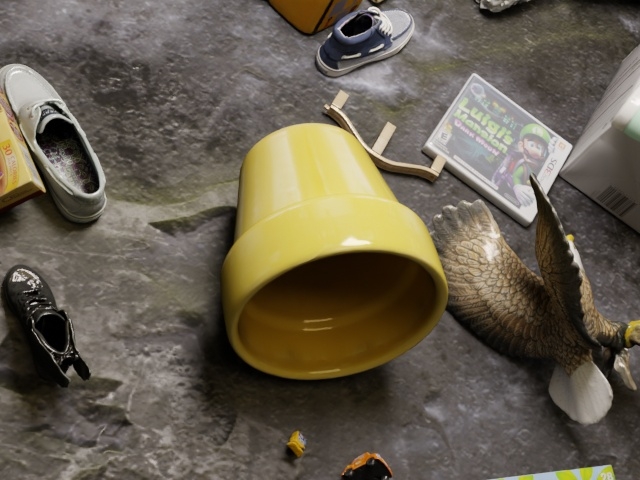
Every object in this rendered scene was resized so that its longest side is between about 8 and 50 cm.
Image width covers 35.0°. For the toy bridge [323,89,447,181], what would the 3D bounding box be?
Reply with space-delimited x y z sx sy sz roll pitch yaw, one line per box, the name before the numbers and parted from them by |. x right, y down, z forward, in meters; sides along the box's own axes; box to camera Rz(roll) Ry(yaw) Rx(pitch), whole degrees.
toy bridge | 0.084 -0.137 1.424 0.188 0.026 0.063 32 59 -4

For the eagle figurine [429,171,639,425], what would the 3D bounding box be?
eagle figurine | 0.296 0.065 1.305 0.298 0.226 0.225 30 19 -24

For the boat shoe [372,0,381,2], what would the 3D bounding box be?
boat shoe | 0.038 -0.438 1.536 0.190 0.068 0.072 43 69 2

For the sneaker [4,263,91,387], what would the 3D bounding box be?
sneaker | -0.301 0.089 1.116 0.051 0.089 0.170 -17 72 -28

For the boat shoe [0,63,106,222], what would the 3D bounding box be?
boat shoe | -0.320 -0.131 1.224 0.079 0.081 0.228 -25 77 -30

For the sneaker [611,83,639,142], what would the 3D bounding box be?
sneaker | 0.521 -0.198 1.379 0.151 0.094 0.256 39 68 10

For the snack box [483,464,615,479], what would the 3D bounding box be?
snack box | 0.272 0.370 1.219 0.207 0.070 0.175 0 65 -23

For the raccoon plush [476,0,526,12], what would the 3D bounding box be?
raccoon plush | 0.489 -0.430 1.692 0.446 0.216 0.299 -38 102 0

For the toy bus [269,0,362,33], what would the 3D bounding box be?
toy bus | -0.076 -0.462 1.472 0.130 0.108 0.333 -33 80 -32

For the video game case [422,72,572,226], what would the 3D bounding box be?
video game case | 0.264 -0.137 1.498 0.190 0.022 0.173 36 57 -2

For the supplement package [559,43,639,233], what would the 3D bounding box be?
supplement package | 0.523 -0.184 1.535 0.177 0.175 0.293 36 58 0

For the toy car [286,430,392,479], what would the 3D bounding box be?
toy car | 0.026 0.247 1.192 0.122 0.060 0.040 37 25 -9

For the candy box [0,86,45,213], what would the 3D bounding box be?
candy box | -0.407 -0.117 1.177 0.109 0.053 0.187 -26 76 -3

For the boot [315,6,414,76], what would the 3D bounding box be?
boot | 0.080 -0.304 1.470 0.190 0.086 0.069 -36 82 -32

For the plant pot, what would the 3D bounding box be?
plant pot | 0.000 0.000 1.208 0.253 0.254 0.239 4 48 -20
